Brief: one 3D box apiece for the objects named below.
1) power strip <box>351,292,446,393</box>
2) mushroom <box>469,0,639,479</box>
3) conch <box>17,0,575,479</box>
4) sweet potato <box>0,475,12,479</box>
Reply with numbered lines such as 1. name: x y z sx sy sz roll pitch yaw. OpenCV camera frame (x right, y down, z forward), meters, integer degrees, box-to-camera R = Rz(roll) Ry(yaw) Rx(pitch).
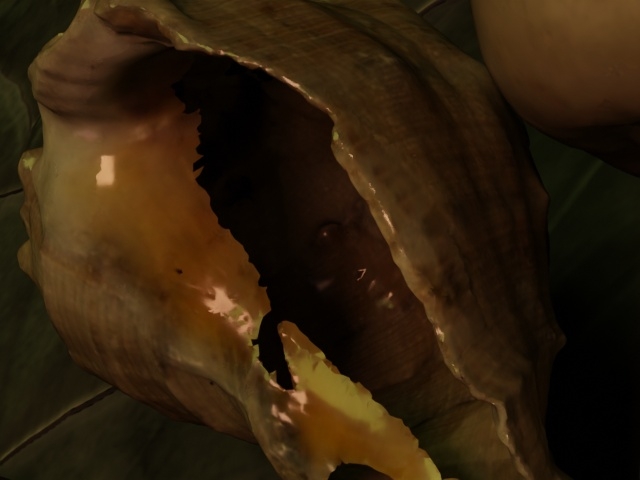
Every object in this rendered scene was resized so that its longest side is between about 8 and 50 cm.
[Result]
1. power strip: 0.049 0.129 0.748 0.106 0.043 0.367 -39 33 13
2. mushroom: 0.200 -0.039 0.613 0.292 0.292 0.290 -8 81 44
3. conch: 0.005 -0.009 0.704 0.324 0.263 0.186 27 68 28
4. sweet potato: -0.223 0.158 1.018 0.264 0.057 0.057 -6 50 51
